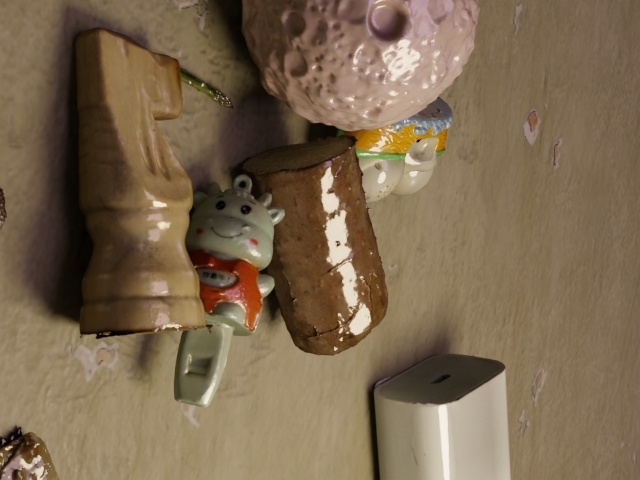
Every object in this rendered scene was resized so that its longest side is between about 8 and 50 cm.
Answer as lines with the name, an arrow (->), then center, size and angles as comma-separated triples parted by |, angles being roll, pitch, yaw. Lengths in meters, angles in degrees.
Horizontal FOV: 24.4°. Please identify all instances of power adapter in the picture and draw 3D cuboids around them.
power adapter -> 0.165, 0.296, 1.936 | 0.187, 0.124, 0.255 | -21, 111, -49

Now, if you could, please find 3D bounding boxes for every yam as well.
yam -> -0.001, 0.001, 1.661 | 0.128, 0.129, 0.238 | -32, 120, -30

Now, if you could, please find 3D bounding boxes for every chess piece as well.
chess piece -> -0.182, -0.054, 1.439 | 0.137, 0.137, 0.301 | 0, 85, -54

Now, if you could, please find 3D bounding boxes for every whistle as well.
whistle -> -0.109, 0.048, 1.547 | 0.106, 0.101, 0.253 | 32, 67, -52

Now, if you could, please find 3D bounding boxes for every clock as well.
clock -> 0.080, -0.111, 1.761 | 0.231, 0.103, 0.144 | -10, 140, -55

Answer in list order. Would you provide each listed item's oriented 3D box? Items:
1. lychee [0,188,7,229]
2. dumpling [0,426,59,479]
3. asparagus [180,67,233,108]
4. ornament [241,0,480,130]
lychee -> -0.312, -0.026, 1.297 | 0.083, 0.068, 0.067 | -10, 62, -49
dumpling -> -0.263, 0.356, 1.403 | 0.166, 0.086, 0.332 | -41, 122, -46
asparagus -> -0.129, -0.164, 1.561 | 0.114, 0.014, 0.015 | 25, 54, -51
ornament -> 0.043, -0.235, 1.582 | 0.259, 0.259, 0.225 | -32, 105, -47
